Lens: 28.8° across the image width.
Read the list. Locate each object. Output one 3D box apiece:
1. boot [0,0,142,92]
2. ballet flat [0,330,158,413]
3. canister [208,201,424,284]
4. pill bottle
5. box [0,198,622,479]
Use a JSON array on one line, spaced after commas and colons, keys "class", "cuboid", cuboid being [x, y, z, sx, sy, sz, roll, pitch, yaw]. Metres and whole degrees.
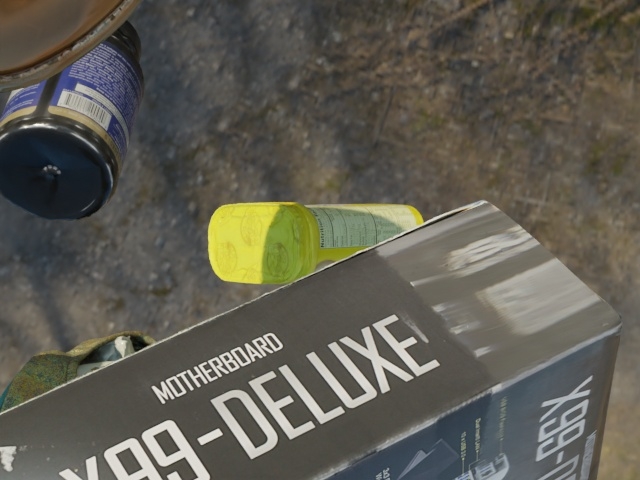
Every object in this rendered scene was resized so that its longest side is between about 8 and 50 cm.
[{"class": "boot", "cuboid": [-0.194, -0.163, 0.588, 0.284, 0.109, 0.220, -18, 160, -22]}, {"class": "ballet flat", "cuboid": [-0.207, 0.147, 1.169, 0.123, 0.348, 0.123, 0, 95, 3]}, {"class": "canister", "cuboid": [0.000, 0.000, 1.170, 0.170, 0.073, 0.126, -3, -178, -43]}, {"class": "pill bottle", "cuboid": [-0.240, -0.132, 1.222, 0.123, 0.219, 0.122, 3, 133, 3]}, {"class": "box", "cuboid": [-0.021, 0.160, 0.453, 0.076, 0.243, 0.307, 46, 151, 41]}]
